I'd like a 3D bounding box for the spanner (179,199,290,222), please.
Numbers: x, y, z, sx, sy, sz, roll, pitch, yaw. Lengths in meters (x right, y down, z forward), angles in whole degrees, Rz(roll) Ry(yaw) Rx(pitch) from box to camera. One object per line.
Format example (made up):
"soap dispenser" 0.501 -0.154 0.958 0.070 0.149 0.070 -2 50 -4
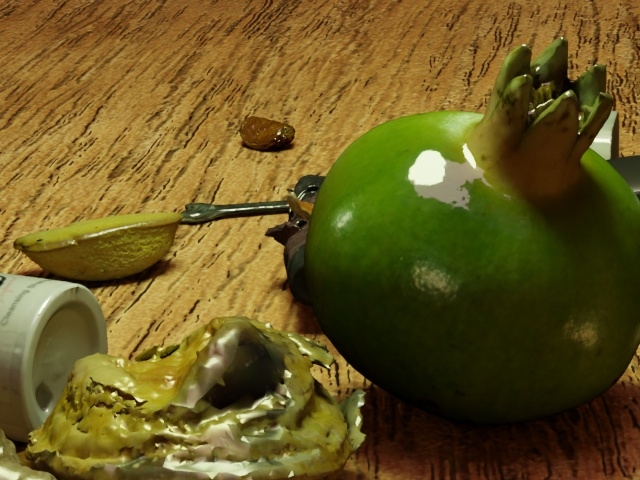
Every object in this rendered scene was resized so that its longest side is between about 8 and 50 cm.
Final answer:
"spanner" -0.046 -0.042 2.138 0.254 0.015 0.054 -5 20 -9

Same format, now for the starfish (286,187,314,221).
"starfish" 0.155 0.010 1.729 0.293 0.084 0.301 12 -15 28

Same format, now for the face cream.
"face cream" -0.387 0.088 1.610 0.370 0.145 0.145 7 21 21

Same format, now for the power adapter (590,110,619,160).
"power adapter" 0.241 -0.083 2.064 0.205 0.125 0.130 2 21 15

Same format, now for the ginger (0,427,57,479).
"ginger" -0.343 0.207 1.318 0.333 0.080 0.166 -14 31 6

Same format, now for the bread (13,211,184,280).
"bread" -0.246 0.007 1.964 0.188 0.065 0.149 -12 11 -18

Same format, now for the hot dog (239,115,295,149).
"hot dog" -0.071 -0.144 2.397 0.058 0.035 0.083 -20 26 -41

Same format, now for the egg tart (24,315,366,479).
"egg tart" -0.097 0.124 1.419 0.297 0.132 0.297 -4 14 1

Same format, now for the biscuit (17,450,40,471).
"biscuit" -0.166 0.219 1.384 0.262 0.037 0.262 -2 19 1

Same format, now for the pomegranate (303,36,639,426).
"pomegranate" 0.146 0.013 1.508 0.310 0.358 0.216 18 40 -3

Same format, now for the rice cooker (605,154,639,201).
"rice cooker" 0.347 -0.029 1.912 0.203 0.118 0.142 0 19 6

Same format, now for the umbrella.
"umbrella" 0.000 0.000 1.903 0.090 0.094 0.326 -27 16 10
